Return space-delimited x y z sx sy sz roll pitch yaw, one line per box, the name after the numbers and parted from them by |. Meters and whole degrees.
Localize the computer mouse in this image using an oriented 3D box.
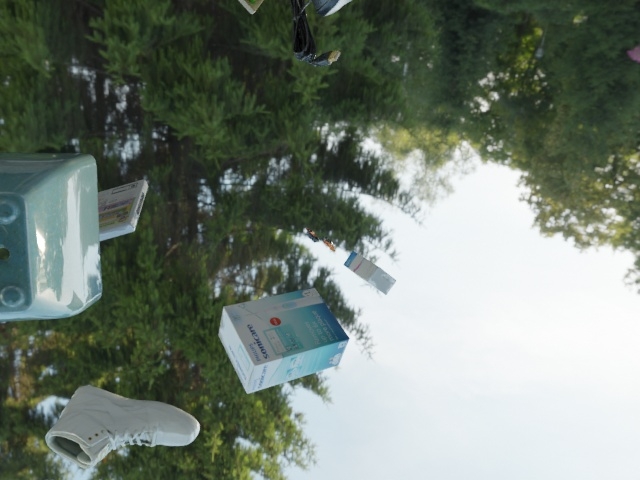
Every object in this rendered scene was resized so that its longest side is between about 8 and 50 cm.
0.016 -0.397 0.862 0.060 0.183 0.262 -12 -171 -38 | computer mouse

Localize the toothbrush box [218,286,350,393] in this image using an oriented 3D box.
-0.105 0.268 1.442 0.296 0.126 0.216 -9 -136 -30 | toothbrush box

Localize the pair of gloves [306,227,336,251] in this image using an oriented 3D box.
0.000 0.000 1.322 0.083 0.074 0.010 26 -105 23 | pair of gloves

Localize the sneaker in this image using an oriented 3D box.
-0.420 0.423 1.101 0.293 0.108 0.169 13 -156 -1 | sneaker

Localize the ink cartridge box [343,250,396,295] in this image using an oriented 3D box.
0.131 0.086 1.381 0.088 0.052 0.122 36 177 -34 | ink cartridge box

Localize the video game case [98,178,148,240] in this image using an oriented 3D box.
-0.457 -0.044 1.024 0.213 0.023 0.193 -16 -148 0 | video game case

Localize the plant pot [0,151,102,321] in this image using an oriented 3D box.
-0.448 -0.001 0.705 0.248 0.246 0.252 -2 -172 -17 | plant pot

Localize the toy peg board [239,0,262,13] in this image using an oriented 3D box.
-0.192 -0.735 1.400 0.079 0.161 0.161 -21 -142 42 | toy peg board
